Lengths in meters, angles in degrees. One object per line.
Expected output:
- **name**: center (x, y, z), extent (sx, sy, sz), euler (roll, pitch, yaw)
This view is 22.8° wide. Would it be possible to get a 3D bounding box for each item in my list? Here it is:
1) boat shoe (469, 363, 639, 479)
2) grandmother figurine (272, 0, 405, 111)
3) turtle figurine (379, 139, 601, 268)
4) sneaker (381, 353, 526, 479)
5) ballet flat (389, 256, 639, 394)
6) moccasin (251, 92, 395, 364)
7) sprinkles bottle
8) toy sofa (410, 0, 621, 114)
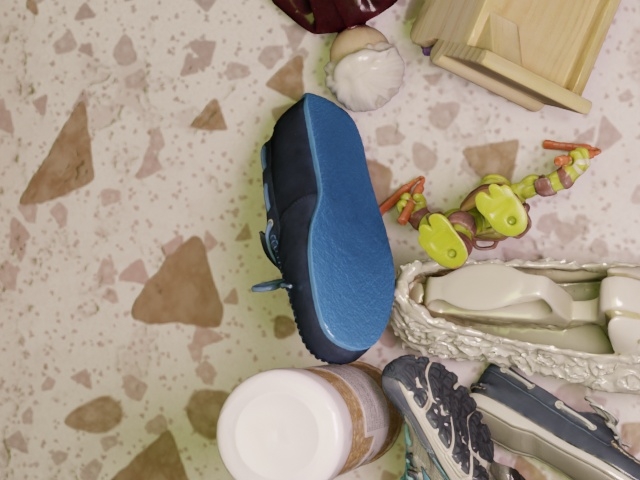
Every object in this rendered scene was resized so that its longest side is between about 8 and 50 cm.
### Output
- **boat shoe**: center (0.273, 0.211, 1.683), extent (0.255, 0.095, 0.079), euler (25, 64, 25)
- **grandmother figurine**: center (0.023, -0.312, 1.771), extent (0.208, 0.104, 0.342), euler (-15, 86, 39)
- **turtle figurine**: center (0.165, -0.028, 1.678), extent (0.270, 0.217, 0.087), euler (-14, 100, 17)
- **sneaker**: center (0.124, 0.247, 1.663), extent (0.122, 0.110, 0.283), euler (-23, 113, 24)
- **ballet flat**: center (0.262, 0.079, 1.660), extent (0.409, 0.147, 0.147), euler (2, 87, 13)
- **moccasin**: center (0.000, 0.000, 1.702), extent (0.117, 0.138, 0.342), euler (-38, 37, 33)
- **sprinkles bottle**: center (-0.001, 0.184, 1.609), extent (0.121, 0.355, 0.121), euler (-1, 87, 12)
- **toy sofa**: center (0.253, -0.327, 1.695), extent (0.150, 0.177, 0.362), euler (22, 92, -27)
